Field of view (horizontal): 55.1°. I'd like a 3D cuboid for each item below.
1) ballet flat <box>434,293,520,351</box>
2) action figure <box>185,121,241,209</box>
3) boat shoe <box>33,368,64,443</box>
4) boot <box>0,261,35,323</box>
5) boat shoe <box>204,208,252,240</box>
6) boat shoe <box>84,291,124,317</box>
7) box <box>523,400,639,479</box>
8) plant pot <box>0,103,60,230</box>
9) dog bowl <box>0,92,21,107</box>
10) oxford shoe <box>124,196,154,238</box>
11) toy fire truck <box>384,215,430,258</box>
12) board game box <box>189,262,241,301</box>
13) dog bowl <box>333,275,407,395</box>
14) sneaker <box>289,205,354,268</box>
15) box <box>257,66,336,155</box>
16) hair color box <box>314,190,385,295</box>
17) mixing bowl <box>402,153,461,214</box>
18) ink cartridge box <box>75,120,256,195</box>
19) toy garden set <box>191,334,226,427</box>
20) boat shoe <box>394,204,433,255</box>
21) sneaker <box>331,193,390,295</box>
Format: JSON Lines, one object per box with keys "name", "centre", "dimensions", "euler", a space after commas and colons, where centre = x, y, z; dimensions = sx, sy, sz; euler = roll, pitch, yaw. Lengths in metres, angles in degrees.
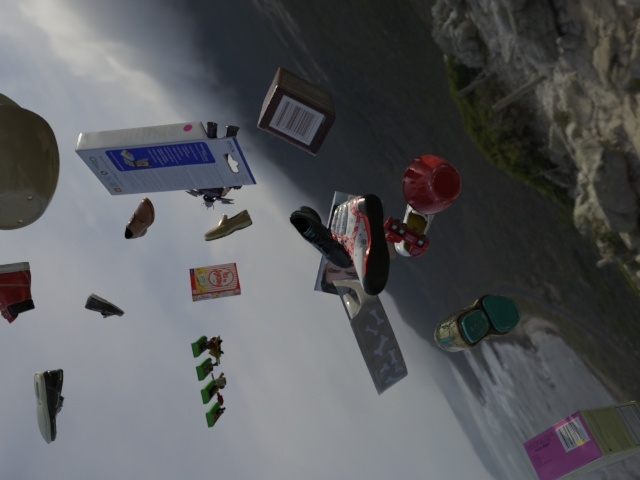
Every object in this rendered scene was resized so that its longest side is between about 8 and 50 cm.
{"name": "ballet flat", "centre": [0.415, 0.220, 1.638], "dimensions": [0.348, 0.123, 0.123], "euler": [-10, -111, -50]}
{"name": "action figure", "centre": [-0.334, -0.231, 1.973], "dimensions": [0.099, 0.185, 0.285], "euler": [-116, 39, -70]}
{"name": "boat shoe", "centre": [-0.785, 0.487, 1.794], "dimensions": [0.084, 0.079, 0.233], "euler": [17, 109, 40]}
{"name": "boot", "centre": [-0.967, 0.162, 1.777], "dimensions": [0.088, 0.244, 0.176], "euler": [-9, 87, 65]}
{"name": "boat shoe", "centre": [-0.335, -0.059, 2.175], "dimensions": [0.068, 0.190, 0.072], "euler": [6, 118, 53]}
{"name": "boat shoe", "centre": [-0.822, 0.259, 2.327], "dimensions": [0.075, 0.065, 0.206], "euler": [23, 165, 24]}
{"name": "box", "centre": [0.700, 0.525, 1.592], "dimensions": [0.213, 0.243, 0.117], "euler": [-55, 44, 42]}
{"name": "plant pot", "centre": [-0.717, -0.135, 1.386], "dimensions": [0.191, 0.284, 0.284], "euler": [58, -179, 25]}
{"name": "dog bowl", "centre": [-0.920, -0.297, 1.771], "dimensions": [0.265, 0.104, 0.265], "euler": [56, -169, -16]}
{"name": "oxford shoe", "centre": [-0.655, -0.070, 2.209], "dimensions": [0.076, 0.212, 0.076], "euler": [46, -138, 12]}
{"name": "toy fire truck", "centre": [0.207, 0.006, 1.791], "dimensions": [0.192, 0.135, 0.047], "euler": [31, -151, 2]}
{"name": "board game box", "centre": [-0.425, 0.167, 2.469], "dimensions": [0.045, 0.193, 0.147], "euler": [94, 164, -44]}
{"name": "dog bowl", "centre": [0.144, 0.256, 1.738], "dimensions": [0.349, 0.102, 0.349], "euler": [159, 90, -89]}
{"name": "sneaker", "centre": [0.000, 0.000, 1.984], "dimensions": [0.267, 0.101, 0.106], "euler": [42, -159, 11]}
{"name": "box", "centre": [-0.072, -0.400, 1.849], "dimensions": [0.191, 0.143, 0.381], "euler": [25, -158, -11]}
{"name": "hair color box", "centre": [0.103, 0.024, 2.236], "dimensions": [0.113, 0.185, 0.374], "euler": [-80, 2, -59]}
{"name": "mixing bowl", "centre": [0.337, -0.162, 1.772], "dimensions": [0.181, 0.181, 0.098], "euler": [62, 165, -13]}
{"name": "ink cartridge box", "centre": [-0.342, -0.184, 1.392], "dimensions": [0.176, 0.371, 0.069], "euler": [70, -159, -58]}
{"name": "toy garden set", "centre": [-0.312, 0.401, 1.825], "dimensions": [0.204, 0.049, 0.244], "euler": [-28, -74, -86]}
{"name": "boat shoe", "centre": [0.388, -0.114, 2.374], "dimensions": [0.135, 0.367, 0.156], "euler": [22, 179, -4]}
{"name": "sneaker", "centre": [0.103, 0.017, 1.654], "dimensions": [0.090, 0.145, 0.270], "euler": [3, -100, -39]}
